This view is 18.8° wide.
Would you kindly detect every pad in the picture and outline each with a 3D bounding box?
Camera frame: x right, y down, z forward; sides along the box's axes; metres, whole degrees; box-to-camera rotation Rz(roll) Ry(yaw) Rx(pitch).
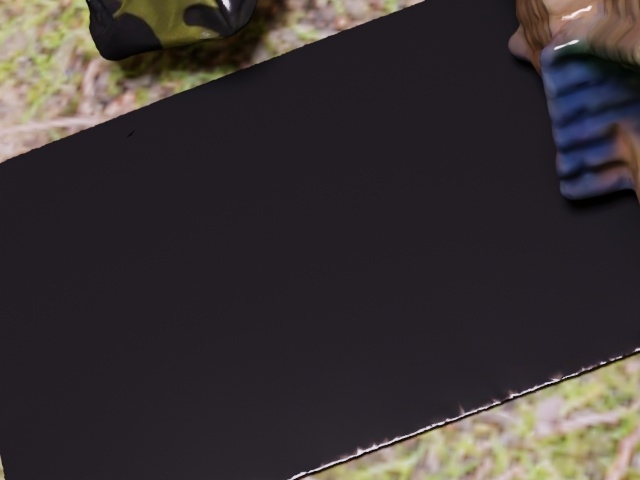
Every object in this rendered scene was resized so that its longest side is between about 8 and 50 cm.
[{"bbox_3d":[0.000,0.000,0.711,0.267,0.004,0.181,-20,56,1],"label":"pad"}]

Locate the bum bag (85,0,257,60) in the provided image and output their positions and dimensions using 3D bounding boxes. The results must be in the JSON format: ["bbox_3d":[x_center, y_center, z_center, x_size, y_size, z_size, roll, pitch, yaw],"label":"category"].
[{"bbox_3d":[-0.076,-0.160,0.795,0.107,0.060,0.232,-33,54,2],"label":"bum bag"}]

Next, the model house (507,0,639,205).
[{"bbox_3d":[0.142,-0.096,0.642,0.167,0.183,0.172,-10,94,0],"label":"model house"}]
